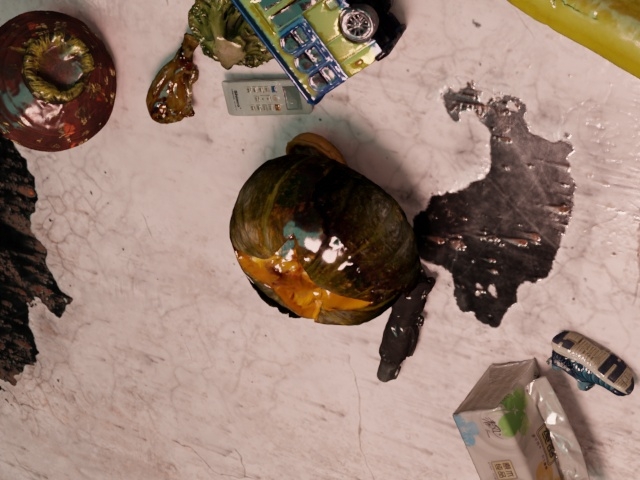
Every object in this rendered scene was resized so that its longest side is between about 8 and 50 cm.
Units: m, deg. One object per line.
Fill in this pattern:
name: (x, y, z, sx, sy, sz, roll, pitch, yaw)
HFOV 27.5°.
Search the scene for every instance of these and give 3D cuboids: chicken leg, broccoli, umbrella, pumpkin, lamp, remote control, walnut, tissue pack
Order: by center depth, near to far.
broccoli: (-0.134, -0.334, 2.019, 0.145, 0.138, 0.162, 2, 135, 3)
pumpkin: (0.000, 0.000, 2.044, 0.320, 0.192, 0.320, 25, 155, 13)
tissue pack: (0.334, 0.324, 2.070, 0.145, 0.159, 0.229, -13, 108, 37)
walnut: (0.002, -0.132, 2.095, 0.121, 0.052, 0.091, 44, 148, -18)
remote control: (-0.086, -0.234, 2.117, 0.162, 0.029, 0.061, 2, 119, 27)
umbrella: (0.132, 0.141, 2.170, 0.066, 0.059, 0.236, 46, 138, 35)
chicken leg: (-0.234, -0.264, 2.180, 0.093, 0.070, 0.178, 33, 119, 14)
lamp: (-0.459, -0.270, 2.215, 0.247, 0.247, 0.247, 16, 124, 26)

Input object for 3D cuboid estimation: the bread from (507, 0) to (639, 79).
bread: (0.404, -0.339, 1.605, 0.376, 0.208, 0.251, 32, 117, 13)

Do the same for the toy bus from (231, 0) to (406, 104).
toy bus: (-0.024, -0.363, 1.892, 0.175, 0.138, 0.288, -31, 105, 29)

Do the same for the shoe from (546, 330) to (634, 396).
shoe: (0.413, 0.199, 2.010, 0.143, 0.064, 0.071, 30, 128, 20)
